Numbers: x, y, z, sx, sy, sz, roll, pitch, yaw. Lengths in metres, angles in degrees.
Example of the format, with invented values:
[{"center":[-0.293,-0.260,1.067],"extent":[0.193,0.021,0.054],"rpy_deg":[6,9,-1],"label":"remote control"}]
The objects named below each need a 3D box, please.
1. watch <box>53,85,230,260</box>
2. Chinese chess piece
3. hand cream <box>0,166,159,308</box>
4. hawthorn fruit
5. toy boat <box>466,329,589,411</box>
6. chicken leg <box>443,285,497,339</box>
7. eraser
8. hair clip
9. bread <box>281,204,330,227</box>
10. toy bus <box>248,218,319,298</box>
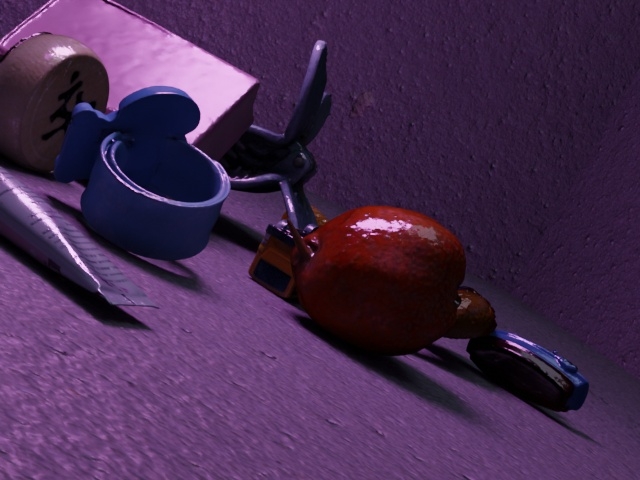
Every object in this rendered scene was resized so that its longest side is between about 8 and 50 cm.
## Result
[{"center":[-0.219,-0.068,1.507],"extent":[0.211,0.211,0.193],"rpy_deg":[24,25,-41],"label":"watch"},{"center":[-0.367,-0.184,1.632],"extent":[0.083,0.188,0.188],"rpy_deg":[30,5,21],"label":"Chinese chess piece"},{"center":[-0.295,-0.026,1.196],"extent":[0.331,0.058,0.085],"rpy_deg":[31,4,24],"label":"hand cream"},{"center":[0.062,0.042,1.644],"extent":[0.262,0.210,0.210],"rpy_deg":[21,7,-11],"label":"hawthorn fruit"},{"center":[0.349,0.208,2.034],"extent":[0.223,0.100,0.097],"rpy_deg":[28,32,29],"label":"toy boat"},{"center":[0.196,0.123,1.973],"extent":[0.177,0.083,0.322],"rpy_deg":[-9,0,9],"label":"chicken leg"},{"center":[-0.316,-0.222,1.862],"extent":[0.359,0.272,0.122],"rpy_deg":[31,-34,14],"label":"eraser"},{"center":[-0.111,-0.141,2.092],"extent":[0.239,0.392,0.318],"rpy_deg":[5,2,6],"label":"hair clip"},{"center":[-0.001,0.001,2.302],"extent":[0.367,0.077,0.084],"rpy_deg":[-136,-155,-68],"label":"bread"},{"center":[-0.018,0.036,1.800],"extent":[0.091,0.103,0.182],"rpy_deg":[31,11,26],"label":"toy bus"}]
